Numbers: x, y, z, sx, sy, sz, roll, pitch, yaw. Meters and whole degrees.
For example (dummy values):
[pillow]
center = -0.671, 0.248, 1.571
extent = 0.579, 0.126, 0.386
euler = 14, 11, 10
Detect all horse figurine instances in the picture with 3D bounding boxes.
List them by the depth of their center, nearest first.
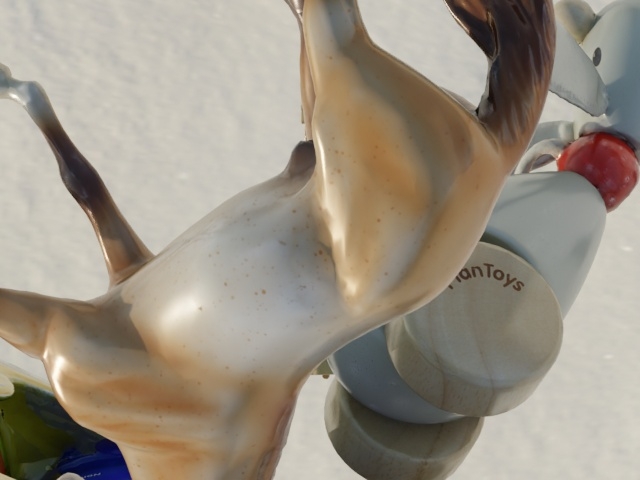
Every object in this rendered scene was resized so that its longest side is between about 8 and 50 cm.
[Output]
[horse figurine]
center = -0.023, -0.013, 0.588
extent = 0.263, 0.066, 0.174
euler = -41, 86, 19

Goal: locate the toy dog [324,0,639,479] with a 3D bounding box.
[toy dog]
center = 0.074, -0.024, 1.058
extent = 0.161, 0.333, 0.220
euler = 34, 126, 1

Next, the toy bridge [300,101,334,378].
[toy bridge]
center = 0.000, 0.000, 1.341
extent = 0.026, 0.063, 0.188
euler = -2, 95, -2

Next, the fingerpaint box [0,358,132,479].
[fingerpaint box]
center = -0.088, 0.202, 0.928
extent = 0.445, 0.371, 0.163
euler = 26, 95, -8
